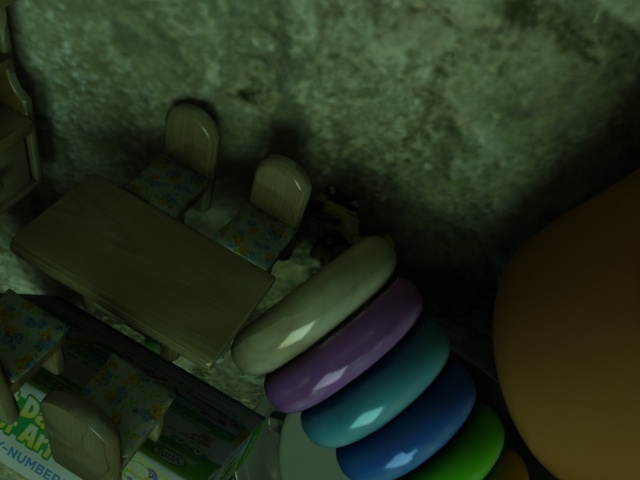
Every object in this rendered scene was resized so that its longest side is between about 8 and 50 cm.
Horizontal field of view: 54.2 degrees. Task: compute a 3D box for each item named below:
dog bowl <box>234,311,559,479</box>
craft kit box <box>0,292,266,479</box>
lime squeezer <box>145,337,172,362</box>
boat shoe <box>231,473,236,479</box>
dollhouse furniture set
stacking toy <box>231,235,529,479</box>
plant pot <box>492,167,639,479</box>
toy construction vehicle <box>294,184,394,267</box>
[{"bbox_3d":[0.081,0.226,0.597,0.348,0.102,0.349,9,108,30],"label":"dog bowl"},{"bbox_3d":[-0.177,0.120,0.494,0.249,0.061,0.246,28,173,8],"label":"craft kit box"},{"bbox_3d":[-0.233,0.133,0.678,0.310,0.059,0.110,-27,132,32],"label":"lime squeezer"},{"bbox_3d":[-0.073,0.354,0.898,0.113,0.103,0.302,4,161,-9],"label":"boat shoe"},{"bbox_3d":[-0.144,-0.025,0.367,0.242,0.212,0.161,29,140,8],"label":"dollhouse furniture set"},{"bbox_3d":[0.084,0.164,0.445,0.141,0.141,0.330,-39,87,39],"label":"stacking toy"},{"bbox_3d":[0.256,0.066,0.414,0.290,0.291,0.203,27,151,-27],"label":"plant pot"},{"bbox_3d":[0.000,0.000,0.517,0.098,0.035,0.086,30,134,-29],"label":"toy construction vehicle"}]
